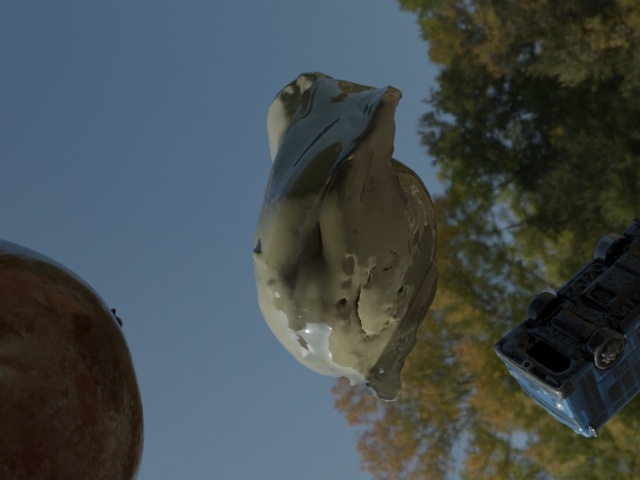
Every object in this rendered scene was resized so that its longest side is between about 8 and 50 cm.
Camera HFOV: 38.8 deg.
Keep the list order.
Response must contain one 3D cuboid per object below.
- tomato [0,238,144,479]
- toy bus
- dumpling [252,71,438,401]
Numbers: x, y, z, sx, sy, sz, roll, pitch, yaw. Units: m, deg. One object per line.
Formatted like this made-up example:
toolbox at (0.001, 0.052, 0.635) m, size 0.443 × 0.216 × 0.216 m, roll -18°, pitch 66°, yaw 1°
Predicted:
tomato at (-0.303, 0.150, 0.743) m, size 0.282 × 0.316 × 0.317 m, roll -20°, pitch -87°, yaw -71°
toy bus at (0.318, 0.099, 0.998) m, size 0.234 × 0.116 × 0.134 m, roll -39°, pitch -52°, yaw -12°
dumpling at (0.000, 0.000, 0.868) m, size 0.187 × 0.243 × 0.318 m, roll -16°, pitch -59°, yaw -29°
